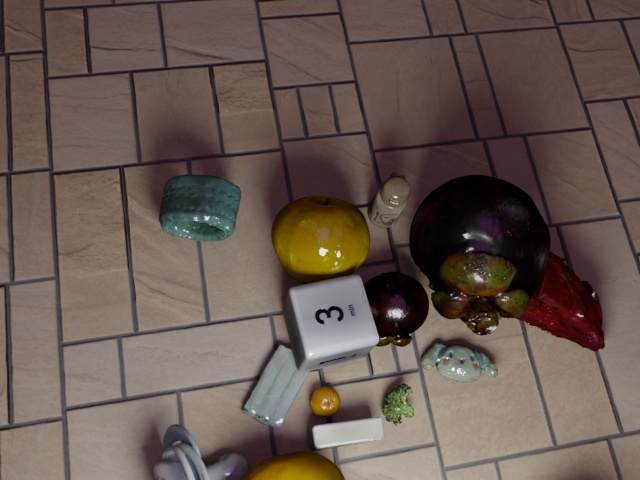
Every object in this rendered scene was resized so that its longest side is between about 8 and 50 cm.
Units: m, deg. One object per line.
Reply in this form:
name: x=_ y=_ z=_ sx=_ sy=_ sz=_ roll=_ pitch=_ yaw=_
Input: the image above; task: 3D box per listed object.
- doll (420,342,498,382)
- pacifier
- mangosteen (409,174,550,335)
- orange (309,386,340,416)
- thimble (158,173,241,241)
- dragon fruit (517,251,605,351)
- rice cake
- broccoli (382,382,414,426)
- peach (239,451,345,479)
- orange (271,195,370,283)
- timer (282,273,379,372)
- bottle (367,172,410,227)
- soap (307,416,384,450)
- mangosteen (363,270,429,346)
doll: x=0.385 y=0.340 z=1.842 sx=0.214 sy=0.071 sz=0.103 roll=8 pitch=57 yaw=5
pacifier: x=-0.275 y=0.581 z=1.616 sx=0.233 sy=0.244 sz=0.299 roll=-7 pitch=70 yaw=-42
mangosteen: x=0.441 y=0.031 z=1.802 sx=0.381 sy=0.381 sz=0.421 roll=-17 pitch=80 yaw=-13
orange: x=0.012 y=0.428 z=1.763 sx=0.083 sy=0.070 sz=0.083 roll=3 pitch=73 yaw=-10
thimble: x=-0.339 y=-0.087 z=1.840 sx=0.235 sy=0.198 sz=0.143 roll=-2 pitch=69 yaw=27
dragon fruit: x=0.682 y=0.196 z=1.904 sx=0.330 sy=0.240 sz=0.302 roll=44 pitch=41 yaw=-13
rice cake: x=-0.111 y=0.391 z=1.777 sx=0.124 sy=0.038 sz=0.211 roll=24 pitch=70 yaw=1
broccoli: x=0.213 y=0.438 z=1.776 sx=0.092 sy=0.095 sz=0.097 roll=26 pitch=61 yaw=16
peach: x=-0.073 y=0.641 z=1.555 sx=0.308 sy=0.289 sz=0.288 roll=-7 pitch=72 yaw=-6
orange: x=0.000 y=0.000 z=1.817 sx=0.279 sy=0.279 sz=0.235 roll=5 pitch=103 yaw=-5
timer: x=0.021 y=0.219 z=1.737 sx=0.195 sy=0.194 sz=0.192 roll=-11 pitch=70 yaw=-13
bottle: x=0.202 y=-0.120 z=1.907 sx=0.097 sy=0.209 sz=0.110 roll=12 pitch=69 yaw=-3
soap: x=0.064 y=0.501 z=1.717 sx=0.183 sy=0.121 sz=0.063 roll=-5 pitch=72 yaw=-10
mangosteen: x=0.200 y=0.185 z=1.814 sx=0.210 sy=0.210 sz=0.209 roll=2 pitch=70 yaw=-6
